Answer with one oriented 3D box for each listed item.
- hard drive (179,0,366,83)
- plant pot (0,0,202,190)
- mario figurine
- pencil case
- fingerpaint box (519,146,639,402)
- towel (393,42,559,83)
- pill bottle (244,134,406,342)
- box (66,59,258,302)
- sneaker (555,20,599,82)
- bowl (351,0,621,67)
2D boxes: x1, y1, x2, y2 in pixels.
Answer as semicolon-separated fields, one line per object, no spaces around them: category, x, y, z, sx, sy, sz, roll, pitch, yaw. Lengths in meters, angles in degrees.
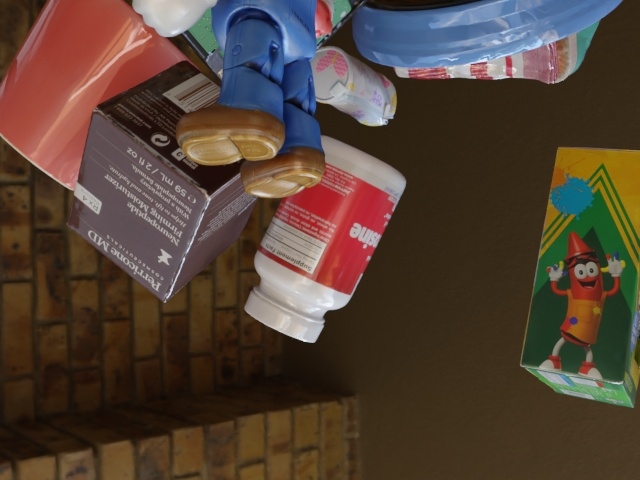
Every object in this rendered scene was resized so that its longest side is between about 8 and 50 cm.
hard drive;-0.020;-0.330;0.878;0.339;0.237;0.064;-46;-114;1
plant pot;-0.320;-0.209;1.087;0.243;0.275;0.275;-50;-132;0
mario figurine;-0.064;-0.200;0.657;0.198;0.170;0.320;108;-13;-71
pencil case;0.067;-0.319;1.602;0.114;0.273;0.124;-26;-106;23
fingerpaint box;0.502;0.086;1.355;0.163;0.445;0.370;7;-103;26
towel;0.259;-0.370;1.383;0.329;0.237;0.037;8;-111;26
pill bottle;0.000;0.000;1.627;0.229;0.229;0.407;29;-86;46
box;-0.177;-0.073;0.924;0.168;0.167;0.203;37;-47;6
sneaker;0.478;-0.464;1.455;0.108;0.121;0.302;25;-45;33
bowl;0.228;-0.365;1.072;0.391;0.391;0.077;23;-39;47
